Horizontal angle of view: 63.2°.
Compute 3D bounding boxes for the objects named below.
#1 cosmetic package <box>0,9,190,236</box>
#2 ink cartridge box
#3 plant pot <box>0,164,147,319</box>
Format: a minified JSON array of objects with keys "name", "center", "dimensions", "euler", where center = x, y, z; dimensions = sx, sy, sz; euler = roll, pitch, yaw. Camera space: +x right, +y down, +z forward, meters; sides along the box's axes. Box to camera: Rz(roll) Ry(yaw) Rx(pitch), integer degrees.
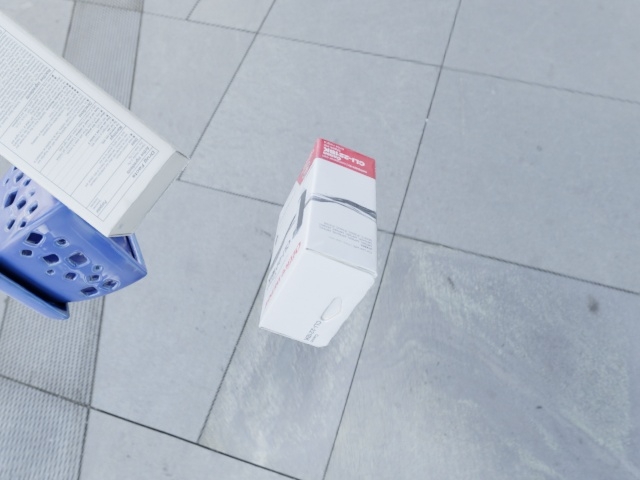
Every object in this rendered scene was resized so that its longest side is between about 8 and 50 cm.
[{"name":"cosmetic package","center":[-0.366,-0.161,0.755],"dimensions":[0.309,0.113,0.160],"euler":[39,90,-4]},{"name":"ink cartridge box","center":[0.000,0.000,0.837],"dimensions":[0.114,0.197,0.273],"euler":[19,42,-14]},{"name":"plant pot","center":[-0.498,-0.008,0.973],"dimensions":[0.212,0.236,0.236],"euler":[-36,50,-2]}]
